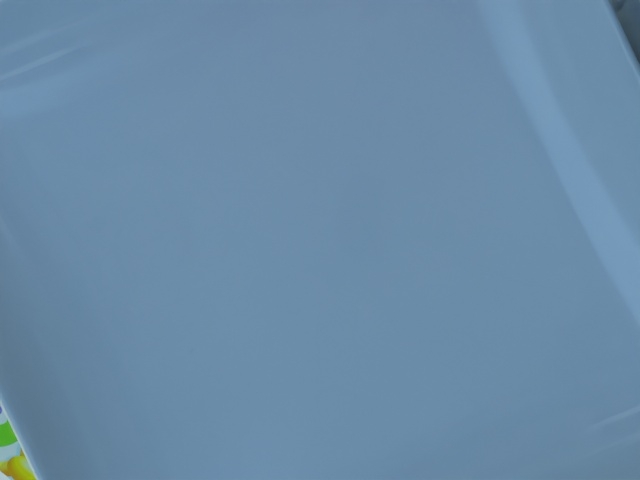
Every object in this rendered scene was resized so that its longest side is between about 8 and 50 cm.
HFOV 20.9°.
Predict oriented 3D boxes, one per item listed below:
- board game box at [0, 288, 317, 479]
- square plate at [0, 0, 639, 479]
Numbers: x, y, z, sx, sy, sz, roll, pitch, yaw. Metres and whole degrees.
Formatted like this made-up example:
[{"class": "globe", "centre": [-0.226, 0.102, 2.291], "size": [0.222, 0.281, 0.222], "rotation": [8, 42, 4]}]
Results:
[{"class": "board game box", "centre": [-0.106, 0.057, 0.951], "size": [0.275, 0.144, 0.142], "rotation": [39, 125, -1]}, {"class": "square plate", "centre": [0.000, 0.000, 0.825], "size": [0.344, 0.049, 0.347], "rotation": [-26, 92, 3]}]
